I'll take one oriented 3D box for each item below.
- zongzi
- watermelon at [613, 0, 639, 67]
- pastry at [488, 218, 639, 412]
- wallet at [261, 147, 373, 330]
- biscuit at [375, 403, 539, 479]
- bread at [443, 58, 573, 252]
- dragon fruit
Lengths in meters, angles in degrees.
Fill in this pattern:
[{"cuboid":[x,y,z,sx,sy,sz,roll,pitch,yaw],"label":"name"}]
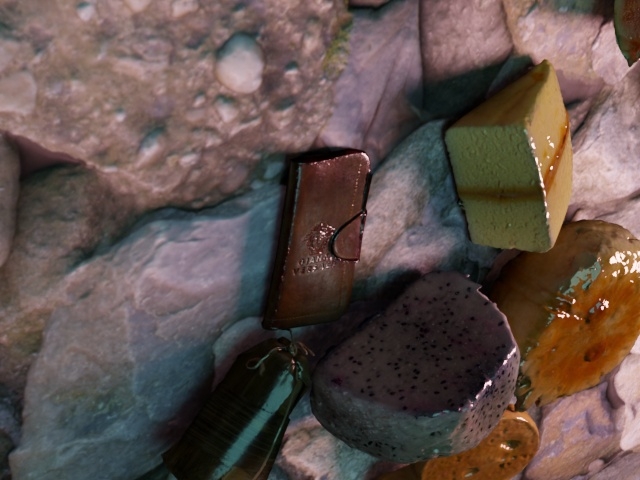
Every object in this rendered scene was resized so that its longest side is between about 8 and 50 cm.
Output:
[{"cuboid":[-0.076,0.250,1.468,0.248,0.111,0.241,-53,153,-3],"label":"zongzi"},{"cuboid":[0.487,-0.350,1.471,0.231,0.128,0.146,-43,164,14],"label":"watermelon"},{"cuboid":[0.393,0.113,1.673,0.329,0.136,0.330,-20,132,-24],"label":"pastry"},{"cuboid":[0.000,0.000,1.386,0.137,0.031,0.255,-9,123,-31],"label":"wallet"},{"cuboid":[0.215,0.389,1.740,0.275,0.052,0.355,7,127,-28],"label":"biscuit"},{"cuboid":[0.279,-0.125,1.509,0.178,0.135,0.240,-62,144,-35],"label":"bread"},{"cuboid":[0.151,0.209,1.479,0.283,0.221,0.204,-39,140,-29],"label":"dragon fruit"}]
